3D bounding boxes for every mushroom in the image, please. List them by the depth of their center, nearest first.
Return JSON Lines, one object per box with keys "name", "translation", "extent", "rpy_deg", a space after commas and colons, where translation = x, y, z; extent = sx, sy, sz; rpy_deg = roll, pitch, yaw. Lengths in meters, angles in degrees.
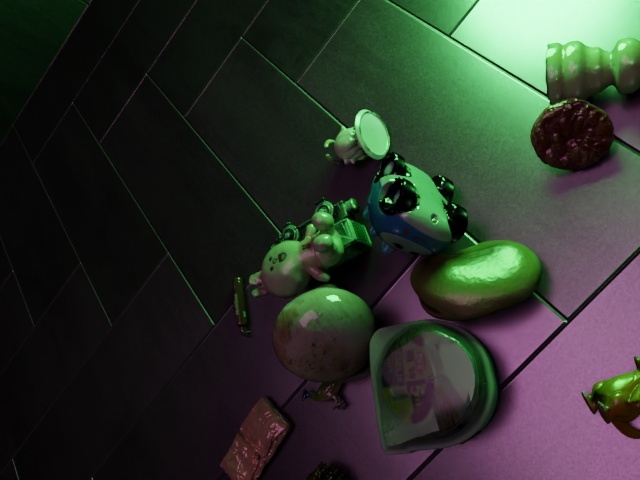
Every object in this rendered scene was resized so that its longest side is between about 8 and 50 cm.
{"name": "mushroom", "translation": [0.007, 0.194, 1.249], "extent": [0.243, 0.243, 0.244], "rpy_deg": [-10, 72, 32]}

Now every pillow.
{"name": "pillow", "translation": [-0.170, 0.521, 1.378], "extent": [0.126, 0.043, 0.233], "rpy_deg": [38, 102, 40]}

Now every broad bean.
{"name": "broad bean", "translation": [0.312, 0.079, 1.111], "extent": [0.263, 0.121, 0.189], "rpy_deg": [-21, 32, 25]}

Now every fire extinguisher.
{"name": "fire extinguisher", "translation": [-0.228, 0.190, 1.512], "extent": [0.048, 0.035, 0.173], "rpy_deg": [-21, 63, 24]}

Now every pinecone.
{"name": "pinecone", "translation": [0.018, 0.559, 1.211], "extent": [0.109, 0.102, 0.102], "rpy_deg": [43, 102, 24]}

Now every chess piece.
{"name": "chess piece", "translation": [0.577, -0.337, 1.063], "extent": [0.243, 0.133, 0.133], "rpy_deg": [-1, 77, 29]}

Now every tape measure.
{"name": "tape measure", "translation": [0.229, 0.296, 1.112], "extent": [0.262, 0.138, 0.259], "rpy_deg": [-18, 69, 29]}

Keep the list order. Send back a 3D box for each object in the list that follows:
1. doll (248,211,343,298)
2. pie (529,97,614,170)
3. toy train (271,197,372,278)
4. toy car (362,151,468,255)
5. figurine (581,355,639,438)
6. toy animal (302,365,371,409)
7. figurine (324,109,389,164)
{"name": "doll", "translation": [-0.048, 0.053, 1.262], "extent": [0.275, 0.113, 0.155], "rpy_deg": [-38, 51, 27]}
{"name": "pie", "translation": [0.501, -0.211, 1.086], "extent": [0.154, 0.036, 0.155], "rpy_deg": [9, 115, 20]}
{"name": "toy train", "translation": [0.000, 0.000, 1.366], "extent": [0.269, 0.115, 0.154], "rpy_deg": [-29, 71, 24]}
{"name": "toy car", "translation": [0.189, -0.059, 1.191], "extent": [0.190, 0.188, 0.255], "rpy_deg": [-56, 23, 28]}
{"name": "figurine", "translation": [0.562, 0.264, 0.936], "extent": [0.176, 0.121, 0.122], "rpy_deg": [-45, 85, 5]}
{"name": "toy animal", "translation": [0.053, 0.352, 1.274], "extent": [0.216, 0.041, 0.075], "rpy_deg": [-27, 58, 21]}
{"name": "figurine", "translation": [0.079, -0.247, 1.380], "extent": [0.153, 0.132, 0.132], "rpy_deg": [-17, 68, 42]}
